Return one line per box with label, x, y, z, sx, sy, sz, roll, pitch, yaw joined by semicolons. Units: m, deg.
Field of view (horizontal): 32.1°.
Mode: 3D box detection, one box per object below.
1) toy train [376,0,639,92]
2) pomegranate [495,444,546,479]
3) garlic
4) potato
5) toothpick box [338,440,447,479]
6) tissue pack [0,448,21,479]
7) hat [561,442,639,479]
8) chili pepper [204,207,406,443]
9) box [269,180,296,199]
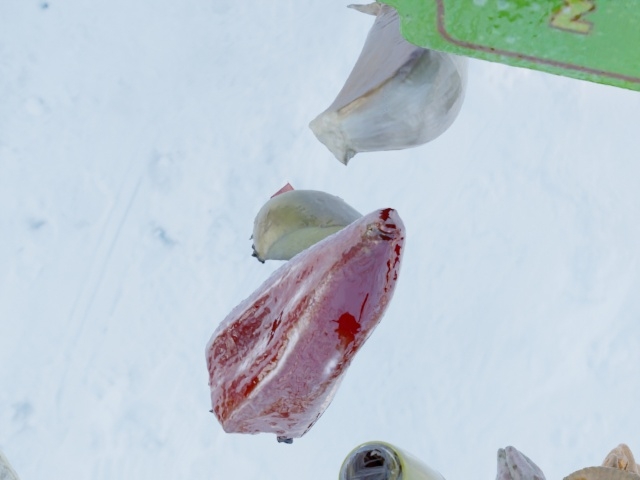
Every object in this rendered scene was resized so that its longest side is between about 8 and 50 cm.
toy train;0.178;-0.234;0.735;0.307;0.173;0.249;12;141;2
pomegranate;0.223;0.296;1.132;0.138;0.163;0.125;-13;121;-17
garlic;0.066;-0.158;0.970;0.129;0.198;0.090;-7;140;21
potato;0.009;-0.029;1.815;0.243;0.138;0.098;6;129;-19
toothpick box;0.143;0.490;2.155;0.175;0.175;0.271;-18;146;18
tissue pack;-0.367;0.215;1.000;0.148;0.092;0.196;-2;141;5
hat;0.460;0.421;1.801;0.244;0.233;0.233;-34;96;16
chili pepper;-0.007;0.069;0.975;0.136;0.144;0.252;49;134;10
box;0.001;0.000;2.020;0.050;0.123;0.229;-40;86;1
